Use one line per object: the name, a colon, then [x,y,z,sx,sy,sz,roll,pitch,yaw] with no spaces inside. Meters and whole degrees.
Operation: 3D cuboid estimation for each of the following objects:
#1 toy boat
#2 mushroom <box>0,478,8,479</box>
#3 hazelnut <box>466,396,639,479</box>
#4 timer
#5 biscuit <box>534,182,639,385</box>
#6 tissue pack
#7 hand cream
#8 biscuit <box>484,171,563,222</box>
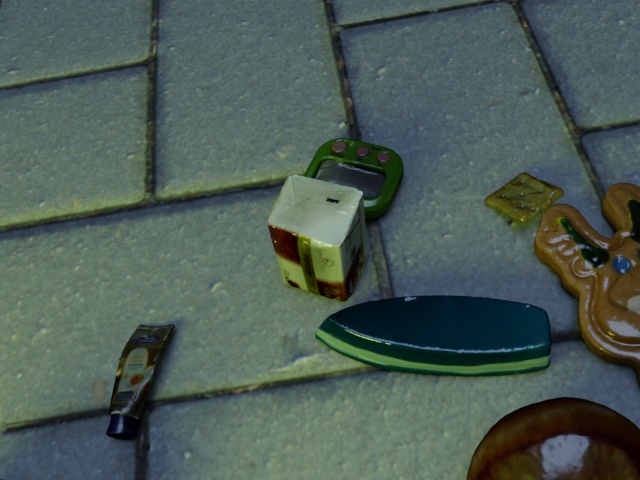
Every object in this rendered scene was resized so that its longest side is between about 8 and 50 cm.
toy boat: [0.139,0.117,0.857,0.299,0.061,0.096,1,58,8]
mushroom: [-0.352,0.362,0.664,0.283,0.195,0.263,31,63,35]
hazelnut: [0.235,0.248,0.692,0.178,0.178,0.204,41,111,28]
timer: [0.049,-0.093,1.017,0.140,0.047,0.128,16,59,17]
biscuit: [0.417,0.065,0.863,0.202,0.047,0.333,-16,57,-3]
tissue pack: [-0.001,0.000,0.900,0.106,0.148,0.099,15,60,17]
hand cream: [-0.240,0.179,0.885,0.062,0.039,0.163,-7,53,22]
biscuit: [0.290,-0.063,0.966,0.081,0.018,0.083,-34,37,-11]
